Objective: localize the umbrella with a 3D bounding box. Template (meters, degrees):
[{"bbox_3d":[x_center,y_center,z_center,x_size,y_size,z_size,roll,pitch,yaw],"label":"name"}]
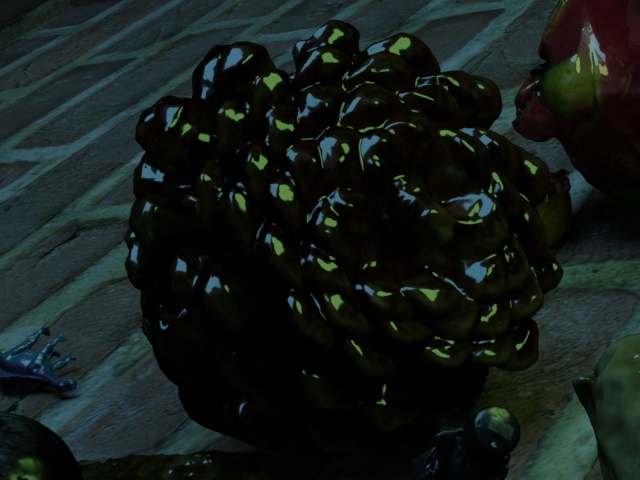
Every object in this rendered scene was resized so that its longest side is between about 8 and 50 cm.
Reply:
[{"bbox_3d":[0.097,0.183,1.348,0.080,0.071,0.224,-31,-16,-30],"label":"umbrella"}]

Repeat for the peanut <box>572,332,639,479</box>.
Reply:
[{"bbox_3d":[0.300,0.162,1.285,0.291,0.159,0.143,15,-10,45],"label":"peanut"}]

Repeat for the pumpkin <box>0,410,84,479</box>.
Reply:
[{"bbox_3d":[-0.272,0.239,1.404,0.233,0.163,0.233,-44,26,28],"label":"pumpkin"}]

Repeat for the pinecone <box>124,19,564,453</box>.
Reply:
[{"bbox_3d":[0.000,0.000,1.635,0.398,0.397,0.398,-14,18,5],"label":"pinecone"}]

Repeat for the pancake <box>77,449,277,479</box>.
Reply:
[{"bbox_3d":[-0.140,0.243,1.566,0.244,0.057,0.266,-14,21,-23],"label":"pancake"}]

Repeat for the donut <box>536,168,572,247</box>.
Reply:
[{"bbox_3d":[0.211,-0.029,2.009,0.146,0.078,0.181,-14,12,1],"label":"donut"}]

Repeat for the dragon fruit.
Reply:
[{"bbox_3d":[0.335,-0.183,1.957,0.226,0.305,0.305,18,25,7],"label":"dragon fruit"}]

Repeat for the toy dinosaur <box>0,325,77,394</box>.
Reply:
[{"bbox_3d":[-0.319,0.134,2.003,0.197,0.045,0.080,11,42,46],"label":"toy dinosaur"}]
